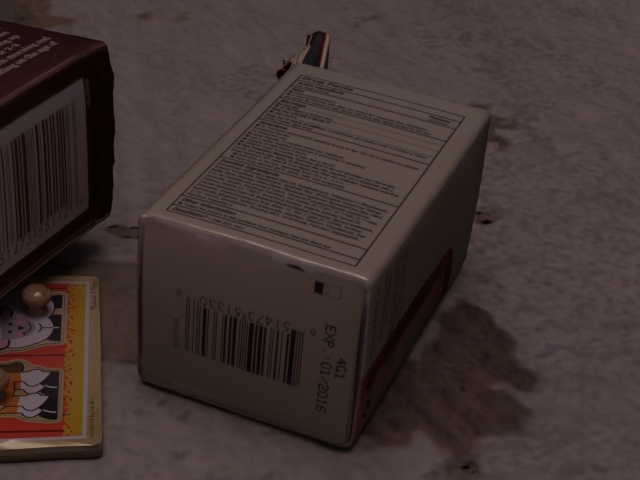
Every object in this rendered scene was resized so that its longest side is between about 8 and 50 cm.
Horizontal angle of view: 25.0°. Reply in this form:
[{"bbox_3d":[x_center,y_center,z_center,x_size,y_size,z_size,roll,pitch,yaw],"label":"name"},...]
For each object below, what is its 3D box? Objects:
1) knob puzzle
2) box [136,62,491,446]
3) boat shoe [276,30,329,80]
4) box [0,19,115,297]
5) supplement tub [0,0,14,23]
[{"bbox_3d":[-0.231,0.067,0.879,0.213,0.030,0.213,4,34,-2],"label":"knob puzzle"},{"bbox_3d":[0.000,0.000,0.926,0.148,0.127,0.232,16,34,17],"label":"box"},{"bbox_3d":[-0.016,-0.135,1.205,0.043,0.049,0.137,5,38,4],"label":"boat shoe"},{"bbox_3d":[-0.348,-0.075,0.956,0.381,0.143,0.191,16,32,20],"label":"box"},{"bbox_3d":[-0.360,-0.186,1.141,0.199,0.144,0.144,21,36,22],"label":"supplement tub"}]
